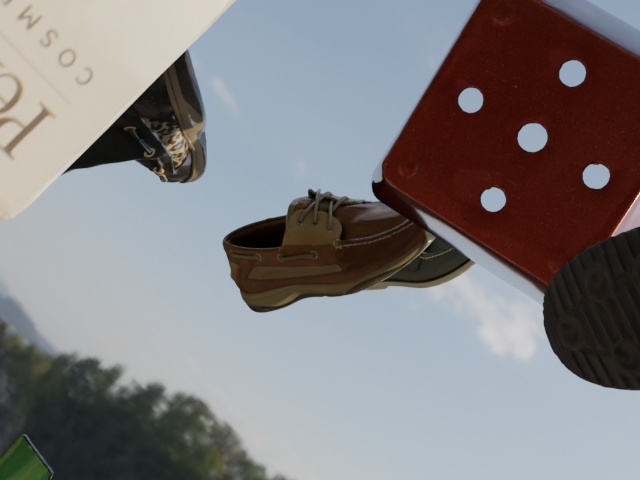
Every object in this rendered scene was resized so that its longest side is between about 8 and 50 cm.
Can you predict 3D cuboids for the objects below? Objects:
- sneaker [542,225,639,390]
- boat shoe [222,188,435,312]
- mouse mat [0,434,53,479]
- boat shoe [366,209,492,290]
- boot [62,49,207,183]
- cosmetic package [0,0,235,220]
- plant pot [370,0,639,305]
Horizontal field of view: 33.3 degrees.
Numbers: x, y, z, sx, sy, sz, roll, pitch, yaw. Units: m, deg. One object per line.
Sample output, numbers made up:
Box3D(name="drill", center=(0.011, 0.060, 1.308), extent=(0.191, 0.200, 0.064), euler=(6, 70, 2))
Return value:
Box3D(name="sneaker", center=(0.290, 0.017, 0.671), extent=(0.319, 0.131, 0.112), euler=(-25, -103, 47))
Box3D(name="boat shoe", center=(0.000, 0.000, 1.362), extent=(0.324, 0.123, 0.120), euler=(-20, -67, 34))
Box3D(name="mouse mat", center=(-0.383, 0.307, 1.257), extent=(0.007, 0.153, 0.189), euler=(47, -14, -23))
Box3D(name="boat shoe", center=(0.130, 0.001, 1.571), extent=(0.099, 0.116, 0.319), euler=(46, -33, -21))
Box3D(name="boot", center=(-0.301, -0.138, 1.444), extent=(0.377, 0.284, 0.138), euler=(132, -59, -78))
Box3D(name="cosmetic package", center=(-0.030, -0.256, 0.311), extent=(0.161, 0.453, 0.230), euler=(40, -6, 39))
Box3D(name="plant pot", center=(0.195, -0.083, 0.920), extent=(0.267, 0.267, 0.235), euler=(34, 10, 13))
